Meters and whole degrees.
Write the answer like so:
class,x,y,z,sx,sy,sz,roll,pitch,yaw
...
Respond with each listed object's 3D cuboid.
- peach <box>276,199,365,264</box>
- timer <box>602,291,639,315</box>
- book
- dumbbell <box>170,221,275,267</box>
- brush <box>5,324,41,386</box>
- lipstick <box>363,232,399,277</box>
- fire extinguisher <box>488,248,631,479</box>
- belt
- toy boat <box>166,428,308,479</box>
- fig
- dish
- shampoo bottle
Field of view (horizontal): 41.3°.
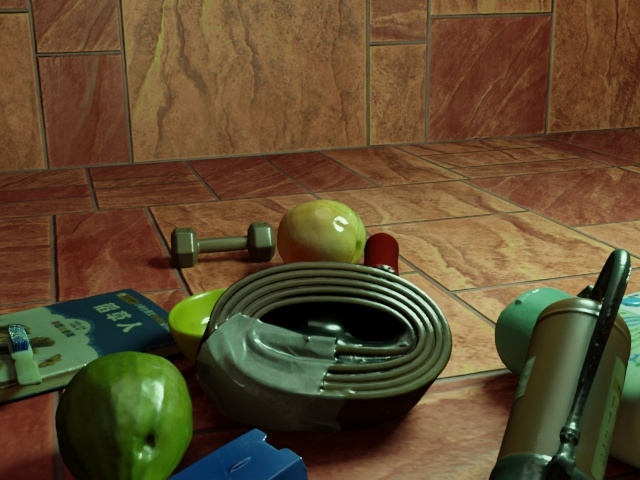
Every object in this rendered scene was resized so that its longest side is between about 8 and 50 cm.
class,x,y,z,sx,sy,sz,roll,pitch,yaw
peach,0.000,0.000,1.754,0.184,0.184,0.184,-1,16,0
timer,0.545,0.153,1.332,0.262,0.087,0.237,-12,19,-32
book,-0.455,0.173,1.407,0.428,0.039,0.300,-12,20,-34
dumbbell,-0.215,0.009,1.887,0.231,0.082,0.092,-4,17,-10
brush,-0.453,0.172,1.295,0.033,0.030,0.178,2,16,-27
lipstick,0.123,0.051,1.730,0.080,0.080,0.241,0,16,4
fire extinguisher,0.295,0.155,0.942,0.113,0.200,0.376,35,48,-5
belt,0.001,0.148,1.157,0.339,0.122,0.217,2,58,-11
toy boat,-0.153,0.307,0.862,0.295,0.088,0.129,-26,28,-33
fig,-0.236,0.221,1.016,0.167,0.167,0.233,-3,10,-8
dish,-0.102,0.154,1.329,0.263,0.108,0.221,-3,16,-4
shampoo bottle,0.376,0.170,1.168,0.222,0.151,0.349,-20,22,-18
